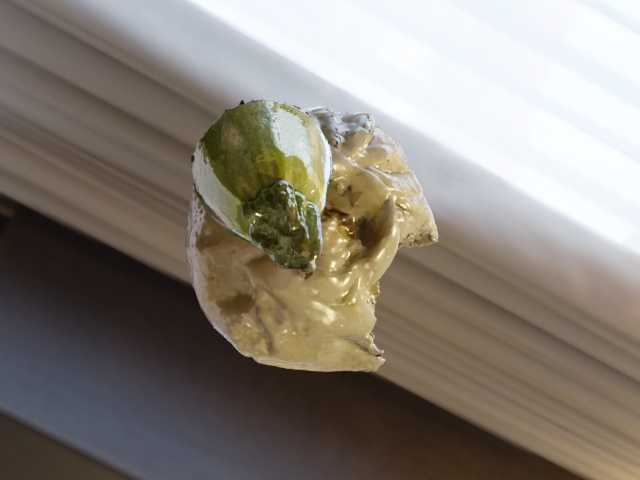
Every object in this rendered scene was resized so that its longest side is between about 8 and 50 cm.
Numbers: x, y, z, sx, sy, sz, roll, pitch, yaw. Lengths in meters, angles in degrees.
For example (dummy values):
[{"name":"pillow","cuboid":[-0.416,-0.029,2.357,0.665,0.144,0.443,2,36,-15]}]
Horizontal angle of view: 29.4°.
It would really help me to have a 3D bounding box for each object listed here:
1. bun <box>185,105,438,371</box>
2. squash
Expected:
[{"name":"bun","cuboid":[-0.012,-0.010,1.264,0.281,0.281,0.205,-64,180,-21]},{"name":"squash","cuboid":[-0.033,-0.030,0.820,0.105,0.105,0.132,-60,-162,14]}]
